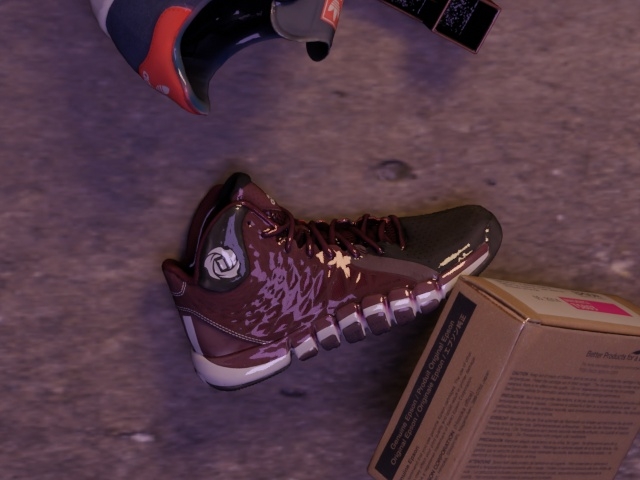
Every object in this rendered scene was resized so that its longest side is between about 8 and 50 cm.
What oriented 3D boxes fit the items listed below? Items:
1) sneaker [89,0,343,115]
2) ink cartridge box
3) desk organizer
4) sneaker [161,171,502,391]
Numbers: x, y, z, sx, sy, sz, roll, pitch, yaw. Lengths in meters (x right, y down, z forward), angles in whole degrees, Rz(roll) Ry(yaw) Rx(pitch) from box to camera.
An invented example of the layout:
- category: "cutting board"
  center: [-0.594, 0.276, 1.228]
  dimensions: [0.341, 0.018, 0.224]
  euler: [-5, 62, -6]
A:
- category: "sneaker"
  center: [-0.001, -0.227, 1.408]
  dimensions: [0.350, 0.148, 0.131]
  euler: [-39, 157, 11]
- category: "ink cartridge box"
  center: [0.175, 0.137, 1.584]
  dimensions: [0.235, 0.088, 0.193]
  euler: [9, 110, -46]
- category: "desk organizer"
  center: [0.076, -0.200, 1.505]
  dimensions: [0.130, 0.050, 0.047]
  euler: [25, 104, -20]
- category: "sneaker"
  center: [0.000, 0.000, 1.538]
  dimensions: [0.281, 0.106, 0.162]
  euler: [-26, 111, -1]
